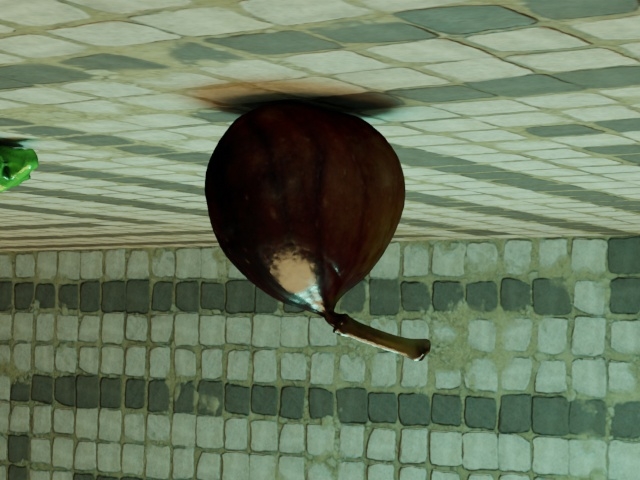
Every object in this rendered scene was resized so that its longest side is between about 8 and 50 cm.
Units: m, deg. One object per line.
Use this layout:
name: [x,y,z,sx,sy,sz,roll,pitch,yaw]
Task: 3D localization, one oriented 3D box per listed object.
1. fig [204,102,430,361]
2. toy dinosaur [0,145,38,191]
fig: [-0.015,-0.003,1.347,0.186,0.249,0.204,-10,168,28]
toy dinosaur: [-0.586,-0.040,1.744,0.375,0.143,0.500,-12,178,-28]
